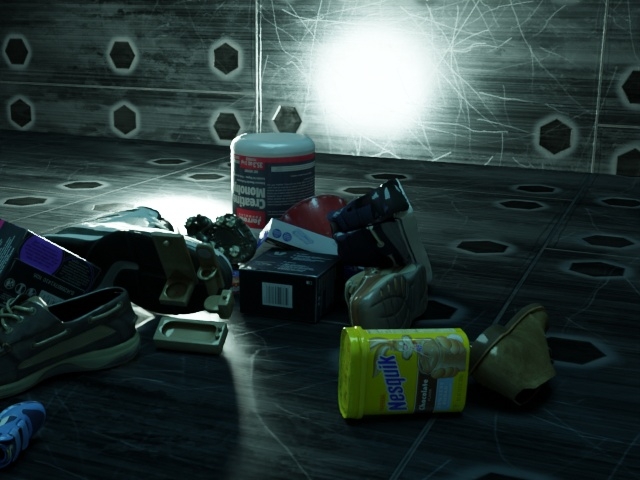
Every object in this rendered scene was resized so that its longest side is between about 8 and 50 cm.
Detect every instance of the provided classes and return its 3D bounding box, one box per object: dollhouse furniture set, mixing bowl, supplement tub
[{"bbox_3d":[-0.222,0.085,1.485,0.144,0.123,0.151,4,47,13],"label":"dollhouse furniture set"},{"bbox_3d":[0.000,0.000,1.931,0.181,0.181,0.098,-7,49,-28],"label":"mixing bowl"},{"bbox_3d":[-0.108,-0.102,2.048,0.191,0.272,0.191,0,14,0],"label":"supplement tub"}]

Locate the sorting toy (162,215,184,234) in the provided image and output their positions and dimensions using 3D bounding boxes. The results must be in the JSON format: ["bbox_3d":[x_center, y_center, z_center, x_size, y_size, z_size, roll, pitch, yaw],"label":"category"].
[{"bbox_3d":[-0.427,-0.017,2.156,0.196,0.047,0.348,-3,15,-13],"label":"sorting toy"}]

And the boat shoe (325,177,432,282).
[{"bbox_3d":[0.113,0.010,1.742,0.158,0.340,0.127,-23,57,2],"label":"boat shoe"}]

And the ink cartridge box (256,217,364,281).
[{"bbox_3d":[-0.018,0.021,1.814,0.207,0.046,0.097,19,-22,-12],"label":"ink cartridge box"}]

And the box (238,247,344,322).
[{"bbox_3d":[-0.052,0.081,1.695,0.156,0.093,0.158,6,16,20],"label":"box"}]

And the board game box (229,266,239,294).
[{"bbox_3d":[-0.266,0.070,1.866,0.281,0.027,0.145,14,20,42],"label":"board game box"}]

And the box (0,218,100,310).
[{"bbox_3d":[-0.538,0.052,1.565,0.270,0.143,0.165,17,-14,47],"label":"box"}]

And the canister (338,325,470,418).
[{"bbox_3d":[0.115,0.182,1.248,0.169,0.126,0.073,0,14,-10],"label":"canister"}]

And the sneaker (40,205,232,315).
[{"bbox_3d":[-0.322,0.004,1.755,0.447,0.169,0.257,6,27,28],"label":"sneaker"}]

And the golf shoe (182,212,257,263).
[{"bbox_3d":[-0.197,0.001,1.947,0.120,0.105,0.273,26,-7,-36],"label":"golf shoe"}]

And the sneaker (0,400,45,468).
[{"bbox_3d":[-0.389,0.249,1.109,0.059,0.053,0.144,9,25,30],"label":"sneaker"}]

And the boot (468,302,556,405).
[{"bbox_3d":[0.313,0.179,1.391,0.115,0.112,0.305,39,24,17],"label":"boot"}]

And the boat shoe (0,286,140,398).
[{"bbox_3d":[-0.443,0.142,1.358,0.355,0.130,0.132,-12,19,-42],"label":"boat shoe"}]

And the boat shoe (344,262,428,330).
[{"bbox_3d":[0.100,0.108,1.578,0.116,0.123,0.324,1,3,20],"label":"boat shoe"}]
